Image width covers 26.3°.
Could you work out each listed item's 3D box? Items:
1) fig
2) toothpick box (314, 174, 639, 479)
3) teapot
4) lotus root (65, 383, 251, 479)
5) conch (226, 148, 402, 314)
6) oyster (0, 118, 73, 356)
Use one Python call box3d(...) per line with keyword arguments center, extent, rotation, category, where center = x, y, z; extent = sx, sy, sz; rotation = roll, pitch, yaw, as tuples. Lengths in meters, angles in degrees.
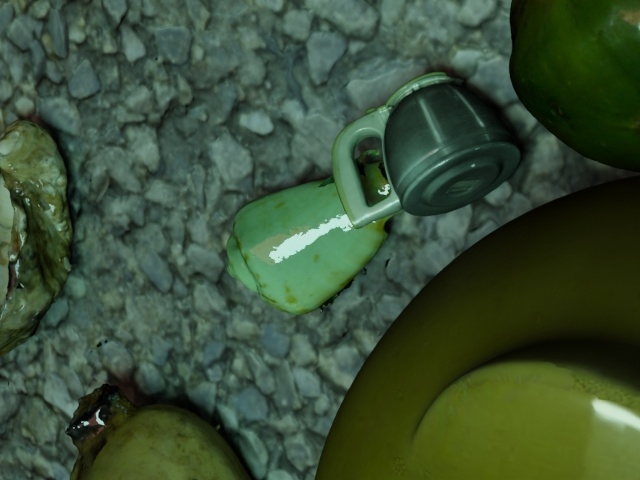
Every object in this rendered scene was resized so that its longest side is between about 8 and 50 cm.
box3d(center=(0.236, -0.121, 0.848), extent=(0.245, 0.195, 0.195), rotation=(31, 121, -18), category="fig")
box3d(center=(0.203, 0.172, 0.768), extent=(0.409, 0.425, 0.409), rotation=(8, 105, 31), category="toothpick box")
box3d(center=(0.072, -0.071, 0.986), extent=(0.092, 0.124, 0.091), rotation=(107, 144, -59), category="teapot")
box3d(center=(-0.123, 0.250, 1.156), extent=(0.160, 0.146, 0.284), rotation=(-32, 90, 13), category="lotus root")
box3d(center=(0.000, 0.000, 1.069), extent=(0.170, 0.079, 0.106), rotation=(-27, 101, 26), category="conch")
box3d(center=(-0.306, 0.029, 1.264), extent=(0.294, 0.094, 0.166), rotation=(-41, 60, 41), category="oyster")
